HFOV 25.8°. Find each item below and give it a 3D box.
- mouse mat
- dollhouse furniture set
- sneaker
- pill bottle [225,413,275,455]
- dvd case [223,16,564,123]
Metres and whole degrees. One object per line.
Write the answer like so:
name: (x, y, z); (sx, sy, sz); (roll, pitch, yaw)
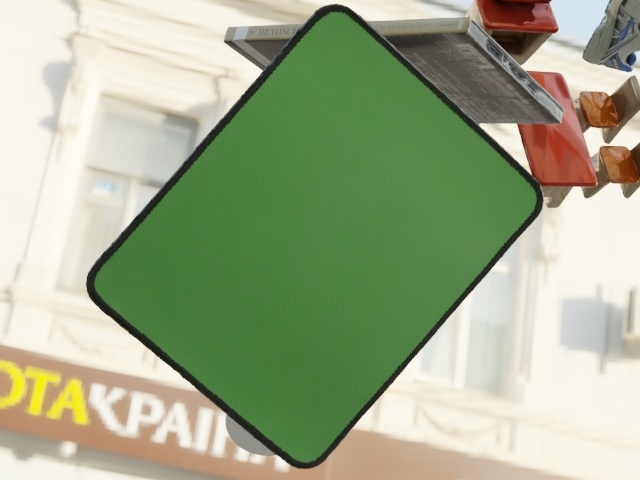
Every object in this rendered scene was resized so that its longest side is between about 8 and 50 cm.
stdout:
mouse mat: (0.000, 0.000, 0.682); (0.152, 0.190, 0.007); (42, -2, -12)
dollhouse furniture set: (0.244, -0.172, 1.578); (0.262, 0.259, 0.135); (-1, -28, -24)
sneaker: (0.296, -0.210, 1.309); (0.058, 0.052, 0.135); (29, -35, 9)
pill bottle: (-0.045, 0.124, 1.364); (0.103, 0.184, 0.103); (2, -59, 4)
dvd case: (0.058, -0.130, 1.093); (0.221, 0.018, 0.164); (3, -17, 36)
